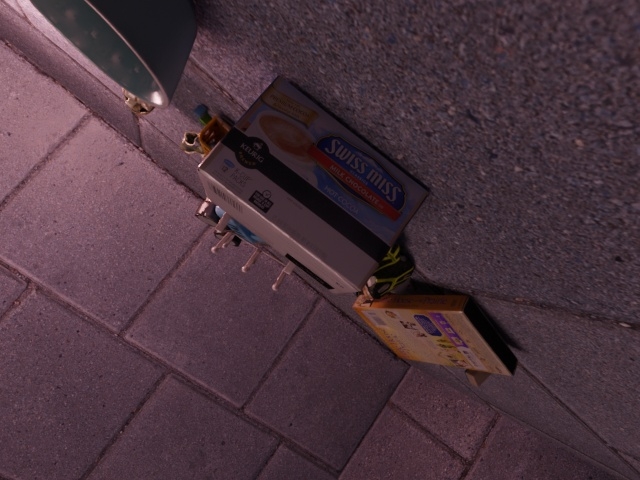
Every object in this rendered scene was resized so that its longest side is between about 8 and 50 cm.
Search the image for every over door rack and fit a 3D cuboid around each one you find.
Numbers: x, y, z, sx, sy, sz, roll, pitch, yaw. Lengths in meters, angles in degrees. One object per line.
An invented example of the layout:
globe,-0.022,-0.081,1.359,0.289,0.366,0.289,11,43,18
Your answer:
over door rack,-0.202,0.046,1.251,0.240,0.108,0.324,32,168,-3

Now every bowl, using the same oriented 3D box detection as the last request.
bowl,-0.332,-0.393,0.694,0.312,0.163,0.311,35,169,8

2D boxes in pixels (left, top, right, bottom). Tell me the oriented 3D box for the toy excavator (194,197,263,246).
toy excavator,-0.185,-0.112,1.370,0.446,0.222,0.433,17,161,21

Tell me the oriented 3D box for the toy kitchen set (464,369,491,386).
toy kitchen set,0.492,0.365,1.455,0.166,0.122,0.207,14,134,63

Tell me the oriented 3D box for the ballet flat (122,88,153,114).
ballet flat,-0.502,-0.428,1.173,0.123,0.123,0.349,41,167,-19

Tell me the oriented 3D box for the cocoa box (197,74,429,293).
cocoa box,-0.021,-0.087,0.814,0.347,0.227,0.231,38,168,-3

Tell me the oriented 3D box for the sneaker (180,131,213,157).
sneaker,-0.446,-0.348,1.465,0.192,0.064,0.086,26,156,42

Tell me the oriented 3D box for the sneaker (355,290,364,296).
sneaker,0.180,0.225,1.847,0.061,0.064,0.158,26,164,42

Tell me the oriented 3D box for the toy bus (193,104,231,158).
toy bus,-0.280,-0.261,1.173,0.191,0.104,0.202,31,167,41

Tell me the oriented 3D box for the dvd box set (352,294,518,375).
dvd box set,0.337,0.282,1.292,0.307,0.062,0.421,48,149,-22

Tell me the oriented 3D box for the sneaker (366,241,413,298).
sneaker,0.149,0.040,1.134,0.147,0.145,0.384,54,176,31

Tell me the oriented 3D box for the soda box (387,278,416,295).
soda box,0.206,0.127,1.384,0.216,0.069,0.074,27,164,43

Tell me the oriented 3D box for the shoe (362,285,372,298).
shoe,0.136,0.078,1.315,0.058,0.077,0.218,-21,98,36

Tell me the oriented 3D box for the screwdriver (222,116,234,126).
screwdriver,-0.194,-0.281,1.106,0.170,0.025,0.024,43,170,11
